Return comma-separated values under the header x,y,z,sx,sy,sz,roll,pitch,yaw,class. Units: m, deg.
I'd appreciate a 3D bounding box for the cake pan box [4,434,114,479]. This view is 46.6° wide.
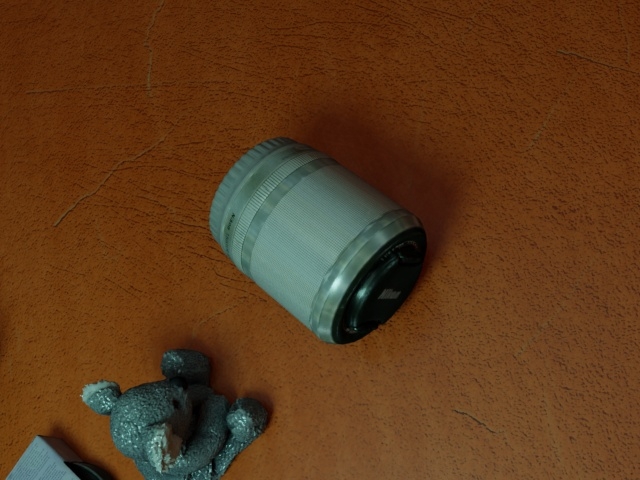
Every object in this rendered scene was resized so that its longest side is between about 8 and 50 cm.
x,y,z,sx,sy,sz,roll,pitch,yaw,class
-0.424,0.476,1.159,0.245,0.070,0.267,32,85,23,cake pan box

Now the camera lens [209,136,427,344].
x,y,z,sx,sy,sz,roll,pitch,yaw,class
0.000,0.000,1.088,0.274,0.219,0.219,38,87,26,camera lens

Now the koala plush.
x,y,z,sx,sy,sz,roll,pitch,yaw,class
-0.226,0.269,1.074,0.196,0.221,0.203,34,86,25,koala plush
